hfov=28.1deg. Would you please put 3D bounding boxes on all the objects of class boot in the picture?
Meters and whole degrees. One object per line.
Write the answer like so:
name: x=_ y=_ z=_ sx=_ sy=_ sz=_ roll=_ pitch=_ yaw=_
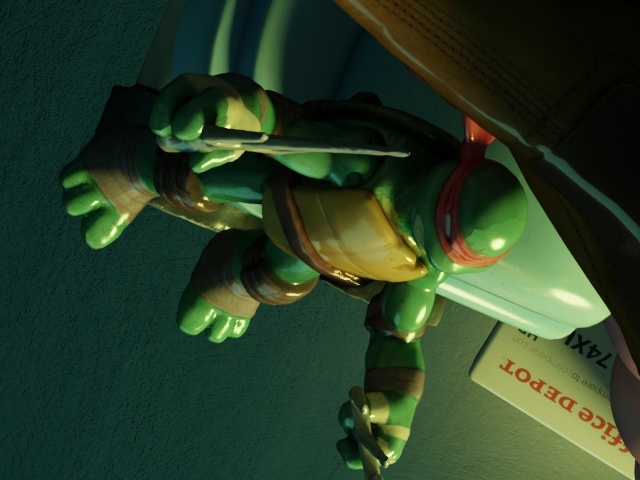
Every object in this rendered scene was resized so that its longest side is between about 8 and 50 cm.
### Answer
boot: x=0.071 y=-0.029 z=0.331 sx=0.280 sy=0.096 sz=0.264 roll=42 pitch=-146 yaw=-26

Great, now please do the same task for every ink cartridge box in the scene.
ink cartridge box: x=0.295 y=0.043 z=1.156 sx=0.198 sy=0.270 sz=0.197 roll=31 pitch=-164 yaw=9

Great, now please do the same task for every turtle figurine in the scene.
turtle figurine: x=0.000 y=0.000 z=0.482 sx=0.234 sy=0.118 sz=0.175 roll=3 pitch=125 yaw=55

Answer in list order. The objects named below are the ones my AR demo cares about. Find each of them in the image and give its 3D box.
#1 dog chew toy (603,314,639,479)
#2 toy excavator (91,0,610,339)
dog chew toy: x=0.307 y=0.101 z=0.950 sx=0.206 sy=0.332 sz=0.207 roll=-3 pitch=-148 yaw=2
toy excavator: x=0.158 y=-0.023 z=0.630 sx=0.433 sy=0.222 sz=0.445 roll=23 pitch=-178 yaw=-36
